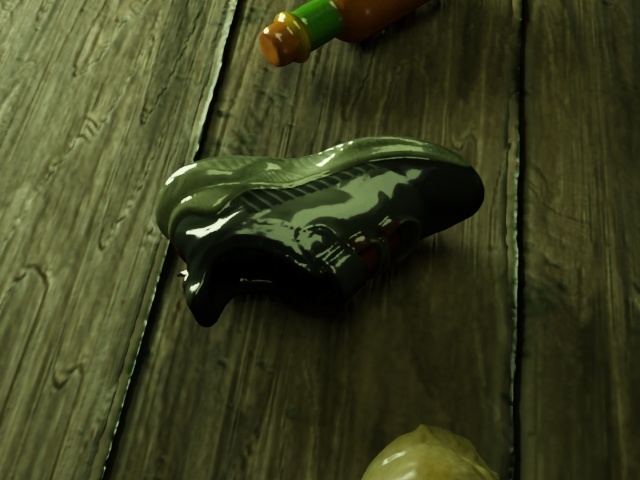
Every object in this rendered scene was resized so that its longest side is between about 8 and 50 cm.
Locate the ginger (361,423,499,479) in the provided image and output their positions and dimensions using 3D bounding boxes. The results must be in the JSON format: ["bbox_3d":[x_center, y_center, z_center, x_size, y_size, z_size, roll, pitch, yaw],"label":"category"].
[{"bbox_3d":[0.054,0.162,0.627,0.115,0.122,0.193,-20,42,11],"label":"ginger"}]

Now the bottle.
[{"bbox_3d":[0.029,-0.203,0.979,0.187,0.069,0.069,-33,55,-23],"label":"bottle"}]

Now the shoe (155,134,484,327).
[{"bbox_3d":[0.000,0.000,0.788,0.227,0.099,0.112,-4,55,3],"label":"shoe"}]
